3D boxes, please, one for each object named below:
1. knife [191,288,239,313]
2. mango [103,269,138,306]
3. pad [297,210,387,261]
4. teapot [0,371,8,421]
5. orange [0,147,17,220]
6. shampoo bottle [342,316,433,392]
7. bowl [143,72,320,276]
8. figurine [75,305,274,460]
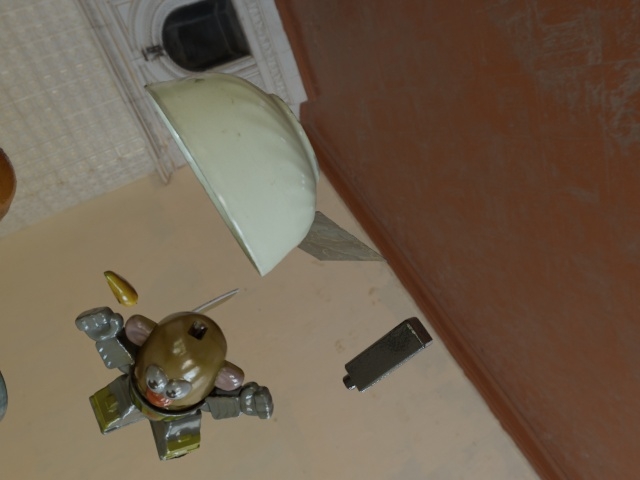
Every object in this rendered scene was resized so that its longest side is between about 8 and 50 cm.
[{"bbox_3d":[-0.320,0.190,1.091,0.022,0.255,0.046,51,150,22],"label":"knife"},{"bbox_3d":[-0.724,0.174,1.544,0.101,0.066,0.188,46,164,54],"label":"mango"},{"bbox_3d":[0.000,0.000,1.185,0.247,0.007,0.367,-1,159,35],"label":"pad"},{"bbox_3d":[-0.386,0.167,0.397,0.111,0.149,0.108,44,-160,4],"label":"teapot"},{"bbox_3d":[-0.701,-0.107,0.784,0.171,0.239,0.240,41,154,58],"label":"orange"},{"bbox_3d":[0.152,0.286,1.033,0.079,0.246,0.080,56,-156,21],"label":"shampoo bottle"},{"bbox_3d":[-0.094,-0.102,0.569,0.277,0.145,0.277,56,168,18],"label":"bowl"},{"bbox_3d":[-0.256,0.234,0.733,0.285,0.342,0.167,-53,33,28],"label":"figurine"}]
